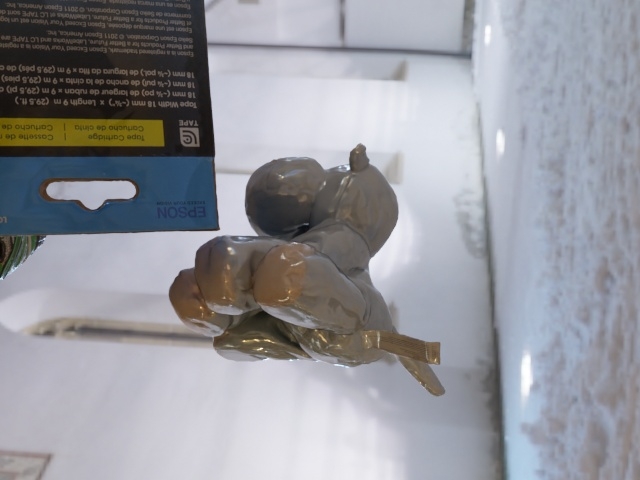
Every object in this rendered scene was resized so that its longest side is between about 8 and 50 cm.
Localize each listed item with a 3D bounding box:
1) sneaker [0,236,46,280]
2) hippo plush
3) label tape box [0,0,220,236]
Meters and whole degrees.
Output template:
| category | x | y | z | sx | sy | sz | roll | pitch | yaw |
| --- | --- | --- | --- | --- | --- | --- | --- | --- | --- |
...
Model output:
| category | x | y | z | sx | sy | sz | roll | pitch | yaw |
| --- | --- | --- | --- | --- | --- | --- | --- | --- | --- |
| sneaker | -0.485 | -0.078 | 1.344 | 0.146 | 0.134 | 0.343 | -69 | -21 | -48 |
| hippo plush | 0.000 | 0.000 | 1.015 | 0.234 | 0.294 | 0.236 | 73 | -153 | -61 |
| label tape box | -0.232 | -0.164 | 0.890 | 0.106 | 0.241 | 0.333 | 164 | 103 | -65 |
